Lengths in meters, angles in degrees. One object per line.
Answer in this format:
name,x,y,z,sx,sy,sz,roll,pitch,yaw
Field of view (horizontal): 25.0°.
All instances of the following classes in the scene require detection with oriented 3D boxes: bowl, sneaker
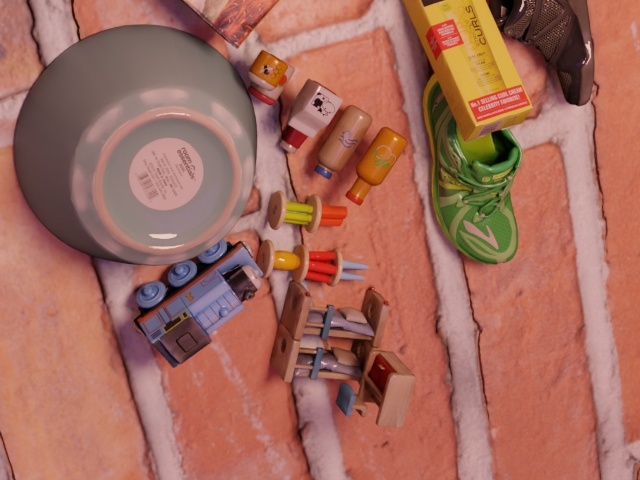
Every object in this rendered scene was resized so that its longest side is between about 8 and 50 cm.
bowl,-0.203,-0.092,1.748,0.311,0.163,0.311,-7,113,-18
sneaker,0.208,-0.088,1.925,0.109,0.123,0.295,-23,117,-12
sneaker,0.293,-0.273,1.914,0.130,0.087,0.227,-16,126,3

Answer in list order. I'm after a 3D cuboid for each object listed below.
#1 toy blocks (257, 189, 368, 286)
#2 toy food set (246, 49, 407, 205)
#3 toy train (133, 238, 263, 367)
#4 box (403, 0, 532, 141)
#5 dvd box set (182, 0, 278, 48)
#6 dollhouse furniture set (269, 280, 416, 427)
toy blocks,0.000,0.000,1.919,0.148,0.054,0.123,7,107,-23
toy food set,-0.016,-0.145,1.825,0.232,0.111,0.104,29,97,-30
toy train,-0.154,0.075,1.854,0.184,0.105,0.080,-36,136,-4
box,0.180,-0.247,1.820,0.087,0.058,0.232,-18,77,-13
dvd box set,-0.073,-0.479,1.678,0.307,0.062,0.420,41,92,-18
dollhouse furniture set,0.033,0.146,1.914,0.129,0.183,0.129,7,107,-23
